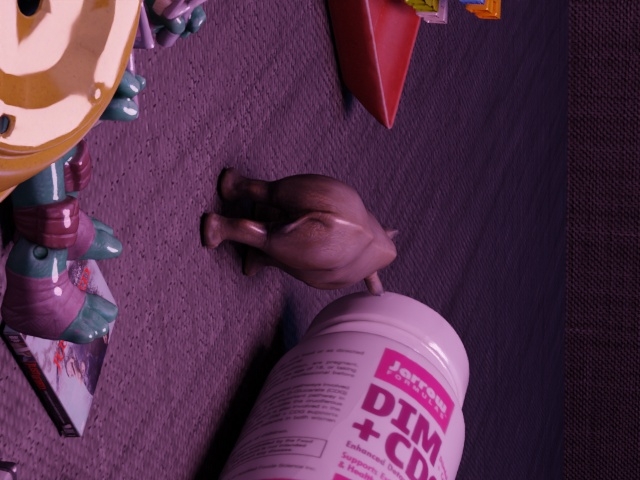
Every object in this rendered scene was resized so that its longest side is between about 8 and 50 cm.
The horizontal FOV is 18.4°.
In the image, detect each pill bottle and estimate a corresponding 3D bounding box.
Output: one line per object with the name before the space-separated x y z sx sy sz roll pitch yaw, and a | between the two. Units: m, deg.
pill bottle | 0.016 0.167 1.438 0.283 0.160 0.160 -65 155 -54

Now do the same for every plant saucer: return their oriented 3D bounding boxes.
plant saucer | 0.047 -0.271 1.658 0.258 0.047 0.259 77 22 -49

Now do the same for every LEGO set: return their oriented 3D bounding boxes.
LEGO set | 0.112 -0.241 1.651 0.227 0.087 0.093 7 88 -77

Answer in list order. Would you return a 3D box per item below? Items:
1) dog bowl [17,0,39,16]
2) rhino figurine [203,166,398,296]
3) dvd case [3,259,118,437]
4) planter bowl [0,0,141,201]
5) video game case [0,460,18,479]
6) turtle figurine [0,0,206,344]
dog bowl | -0.136 -0.160 0.735 0.297 0.074 0.166 -46 136 -37
rhino figurine | 0.000 0.000 1.435 0.243 0.106 0.073 34 62 -73
dvd case | -0.141 0.044 1.087 0.119 0.013 0.087 72 27 -55
planter bowl | -0.122 -0.083 0.635 0.217 0.090 0.217 -25 121 -49
video game case | -0.172 0.280 0.898 0.248 0.035 0.275 -78 170 -62
turtle figurine | -0.116 -0.078 0.941 0.175 0.118 0.234 -61 164 -58
